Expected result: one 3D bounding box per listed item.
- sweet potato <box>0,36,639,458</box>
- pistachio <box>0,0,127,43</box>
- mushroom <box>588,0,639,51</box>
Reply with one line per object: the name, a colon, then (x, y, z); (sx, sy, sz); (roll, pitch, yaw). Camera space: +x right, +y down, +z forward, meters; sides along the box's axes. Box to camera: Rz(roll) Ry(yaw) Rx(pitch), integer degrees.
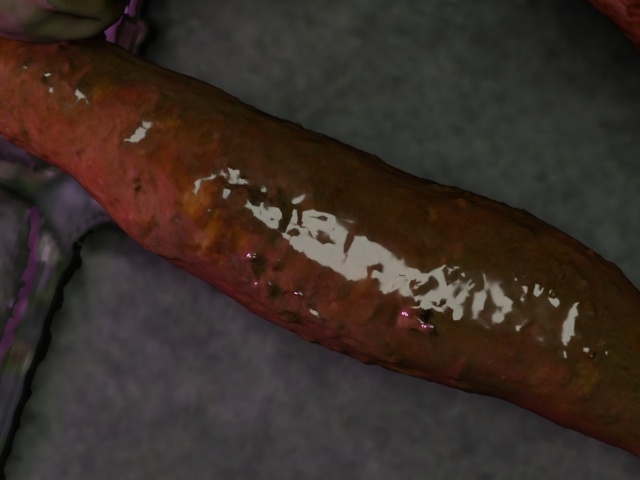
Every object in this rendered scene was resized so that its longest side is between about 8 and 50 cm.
sweet potato: (0.000, 0.000, 0.571); (0.314, 0.072, 0.066); (24, 101, 0)
pistachio: (-0.101, -0.123, 0.557); (0.113, 0.113, 0.149); (-45, 57, -2)
mushroom: (0.161, -0.144, 0.536); (0.253, 0.153, 0.253); (-1, 93, -13)
